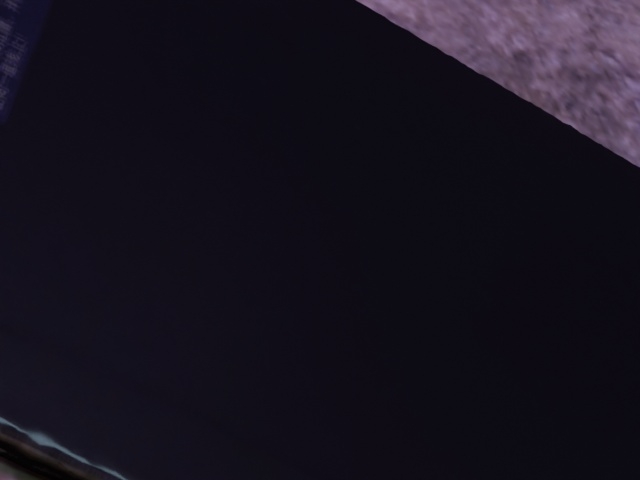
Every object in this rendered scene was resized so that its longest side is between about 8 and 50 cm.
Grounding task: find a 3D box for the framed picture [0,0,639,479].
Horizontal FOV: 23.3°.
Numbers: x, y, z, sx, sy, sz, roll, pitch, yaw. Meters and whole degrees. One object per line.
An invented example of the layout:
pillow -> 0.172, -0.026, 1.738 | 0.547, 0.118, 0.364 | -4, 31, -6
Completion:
framed picture -> 0.000, 0.000, 0.512 | 0.338, 0.014, 0.255 | 28, 43, -18
